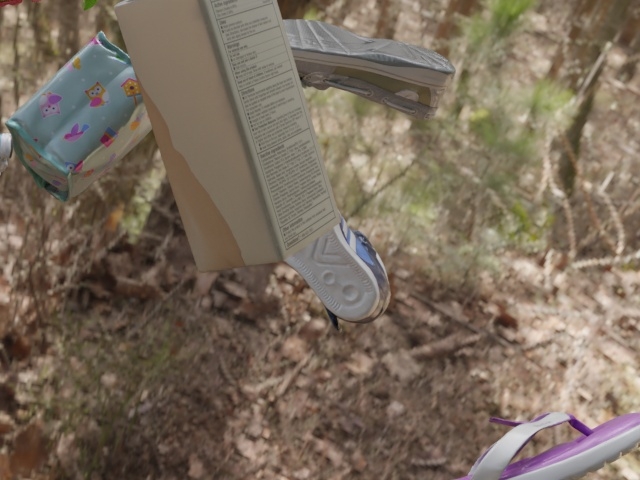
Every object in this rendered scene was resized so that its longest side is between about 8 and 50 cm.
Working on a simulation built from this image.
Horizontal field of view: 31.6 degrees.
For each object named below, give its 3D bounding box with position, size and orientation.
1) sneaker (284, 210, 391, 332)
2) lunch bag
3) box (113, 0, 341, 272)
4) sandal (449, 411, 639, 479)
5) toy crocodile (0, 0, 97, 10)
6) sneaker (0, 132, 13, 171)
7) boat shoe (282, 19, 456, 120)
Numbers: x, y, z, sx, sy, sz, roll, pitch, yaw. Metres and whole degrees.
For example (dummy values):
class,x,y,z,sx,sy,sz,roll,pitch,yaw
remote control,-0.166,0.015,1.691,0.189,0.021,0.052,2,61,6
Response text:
class,x,y,z,sx,sy,sz,roll,pitch,yaw
sneaker,0.001,0.000,1.896,0.323,0.130,0.236,55,6,6
lunch bag,-0.380,-0.183,1.837,0.160,0.262,0.223,41,75,2
box,-0.098,-0.136,1.256,0.148,0.121,0.311,-32,109,-54
sandal,0.227,0.270,1.399,0.416,0.169,0.102,-19,82,-10
toy crocodile,-0.516,-0.414,1.790,0.340,0.105,0.115,-11,28,-30
sneaker,-0.477,-0.093,1.474,0.083,0.190,0.071,20,47,-33
boat shoe,0.041,-0.246,1.659,0.320,0.103,0.118,6,31,-23
